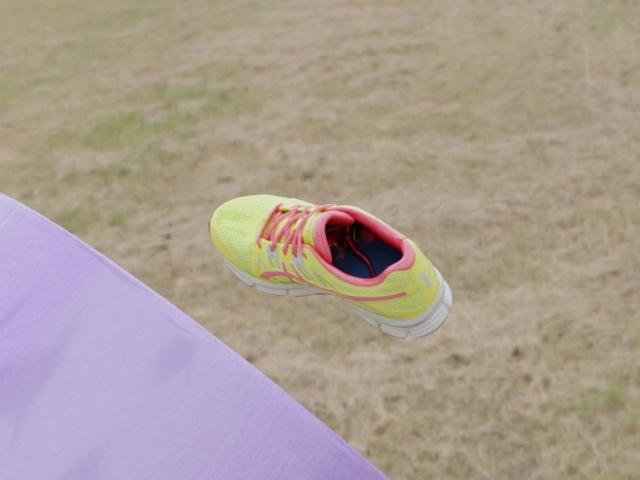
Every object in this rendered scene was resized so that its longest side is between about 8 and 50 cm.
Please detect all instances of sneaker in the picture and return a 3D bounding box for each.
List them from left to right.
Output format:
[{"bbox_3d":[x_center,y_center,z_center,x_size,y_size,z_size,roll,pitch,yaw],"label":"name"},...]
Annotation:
[{"bbox_3d":[0.000,0.000,0.810,0.208,0.094,0.081,17,66,26],"label":"sneaker"}]

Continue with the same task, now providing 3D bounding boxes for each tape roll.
[{"bbox_3d":[-0.063,0.100,0.444,0.090,0.275,0.275,-51,33,-14],"label":"tape roll"}]
